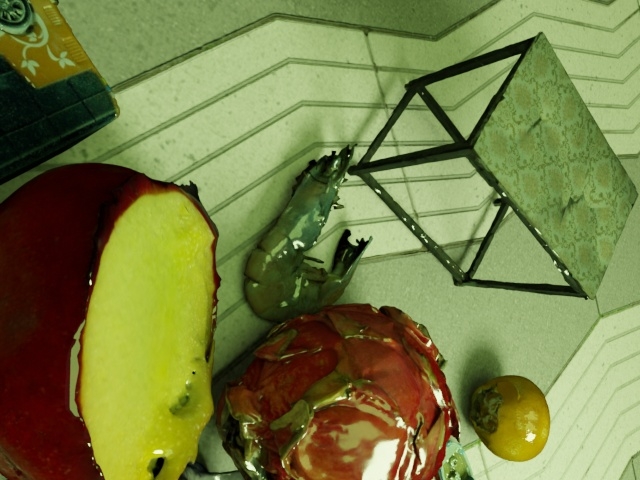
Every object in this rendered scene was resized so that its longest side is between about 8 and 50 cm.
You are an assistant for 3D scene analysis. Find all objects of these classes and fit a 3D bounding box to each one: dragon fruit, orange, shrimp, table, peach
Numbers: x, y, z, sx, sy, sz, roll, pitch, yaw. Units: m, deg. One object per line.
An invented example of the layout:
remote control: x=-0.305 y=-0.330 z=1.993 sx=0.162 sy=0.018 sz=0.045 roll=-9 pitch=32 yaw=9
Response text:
dragon fruit: x=0.033 y=0.222 z=0.663 sx=0.342 sy=0.277 sz=0.278 roll=-22 pitch=101 yaw=-33
orange: x=0.349 y=0.327 z=0.942 sx=0.134 sy=0.154 sz=0.155 roll=4 pitch=85 yaw=9
shrimp: x=0.005 y=0.001 z=0.768 sx=0.178 sy=0.075 sz=0.289 roll=42 pitch=67 yaw=-34
table: x=0.275 y=-0.096 z=0.823 sx=0.335 sy=0.272 sz=0.222 roll=43 pitch=68 yaw=-25
peach: x=-0.234 y=0.097 z=0.504 sx=0.258 sy=0.201 sz=0.362 roll=51 pitch=33 yaw=-67

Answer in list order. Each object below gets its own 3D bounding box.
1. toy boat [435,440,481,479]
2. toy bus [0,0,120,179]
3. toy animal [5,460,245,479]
toy boat: x=0.250 y=0.427 z=0.920 sx=0.069 sy=0.058 sz=0.173 roll=-33 pitch=106 yaw=-30
toy bus: x=-0.337 y=-0.112 z=0.453 sx=0.167 sy=0.138 sz=0.275 roll=61 pitch=35 yaw=-19
toy animal: x=-0.198 y=0.299 z=0.567 sx=0.298 sy=0.185 sz=0.122 roll=25 pitch=72 yaw=-57
